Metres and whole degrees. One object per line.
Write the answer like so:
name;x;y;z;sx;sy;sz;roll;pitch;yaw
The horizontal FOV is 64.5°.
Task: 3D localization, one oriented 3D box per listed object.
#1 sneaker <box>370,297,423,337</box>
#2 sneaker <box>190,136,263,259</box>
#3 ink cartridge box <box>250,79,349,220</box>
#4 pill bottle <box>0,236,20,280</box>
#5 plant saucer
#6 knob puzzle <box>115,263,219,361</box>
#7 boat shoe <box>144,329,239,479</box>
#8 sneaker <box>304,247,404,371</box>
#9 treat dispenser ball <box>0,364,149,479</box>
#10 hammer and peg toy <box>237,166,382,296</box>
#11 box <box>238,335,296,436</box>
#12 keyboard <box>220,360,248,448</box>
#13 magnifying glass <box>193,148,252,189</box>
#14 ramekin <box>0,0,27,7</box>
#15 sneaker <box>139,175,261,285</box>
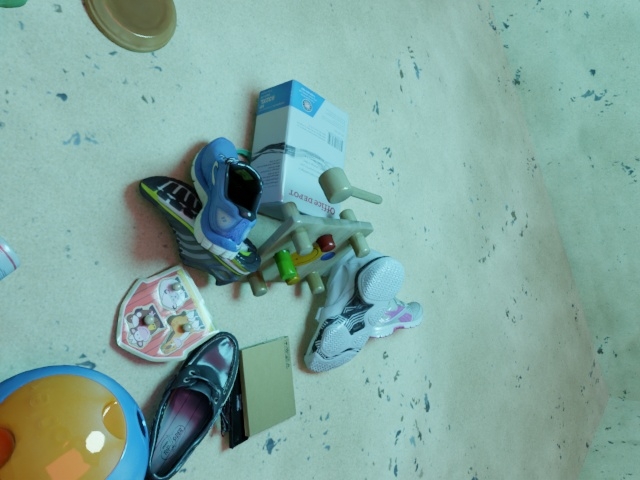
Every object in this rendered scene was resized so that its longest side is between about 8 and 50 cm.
sneaker;0.217;0.210;1.516;0.252;0.103;0.111;-10;94;-44
sneaker;-0.179;-0.116;1.060;0.130;0.147;0.330;29;31;-38
ink cartridge box;-0.053;-0.205;1.278;0.223;0.129;0.307;19;73;-48
pill bottle;-0.575;0.058;0.806;0.160;0.087;0.087;-49;117;-34
plant saucer;-0.392;-0.501;1.070;0.200;0.037;0.200;6;81;-43
knob puzzle;-0.324;0.162;1.043;0.213;0.030;0.213;8;74;-31
boat shoe;-0.260;0.331;1.037;0.127;0.113;0.340;38;61;-7
sneaker;0.056;0.162;1.356;0.137;0.210;0.366;27;102;-37
treat dispenser ball;-0.418;0.341;0.788;0.288;0.288;0.288;5;82;-42
hammer and peg toy;0.000;0.000;1.172;0.266;0.361;0.127;4;54;-44
box;-0.126;0.345;1.223;0.164;0.021;0.201;-4;88;-52
keyboard;-0.204;0.372;1.165;0.100;0.038;0.192;10;76;-66
magnifying glass;-0.232;-0.143;1.189;0.231;0.026;0.092;-39;111;-38
ramekin;-0.576;-0.479;0.727;0.148;0.303;0.303;-35;109;-31
sneaker;-0.274;-0.012;1.078;0.300;0.121;0.111;45;24;-8
